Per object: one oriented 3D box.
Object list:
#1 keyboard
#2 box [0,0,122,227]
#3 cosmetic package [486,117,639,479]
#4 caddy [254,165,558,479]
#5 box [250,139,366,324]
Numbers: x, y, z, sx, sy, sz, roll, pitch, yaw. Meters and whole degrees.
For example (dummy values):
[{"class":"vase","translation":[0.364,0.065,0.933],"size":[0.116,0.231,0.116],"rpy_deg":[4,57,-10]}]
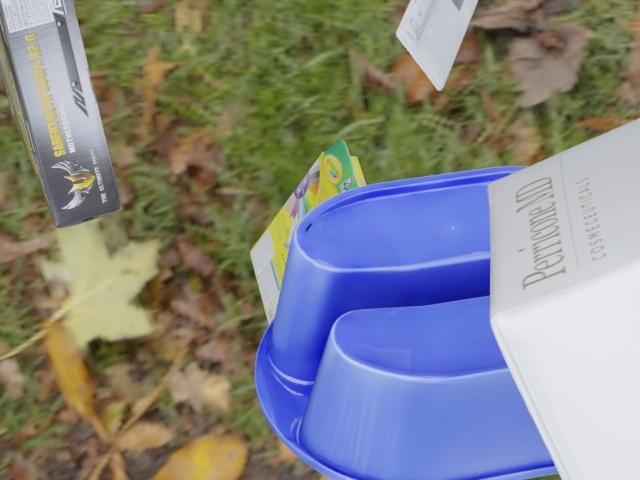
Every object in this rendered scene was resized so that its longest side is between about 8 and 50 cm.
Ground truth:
[{"class":"keyboard","translation":[0.125,-0.240,1.829],"size":[0.014,0.256,0.072],"rpy_deg":[-17,121,31]},{"class":"box","translation":[-0.221,-0.153,1.476],"size":[0.056,0.183,0.231],"rpy_deg":[-17,127,-11]},{"class":"cosmetic package","translation":[0.349,0.065,1.225],"size":[0.394,0.329,0.327],"rpy_deg":[-24,103,11]},{"class":"caddy","translation":[0.117,0.082,1.555],"size":[0.341,0.241,0.179],"rpy_deg":[-8,135,-14]},{"class":"box","translation":[0.000,0.000,1.729],"size":[0.179,0.043,0.105],"rpy_deg":[-54,42,44]}]
